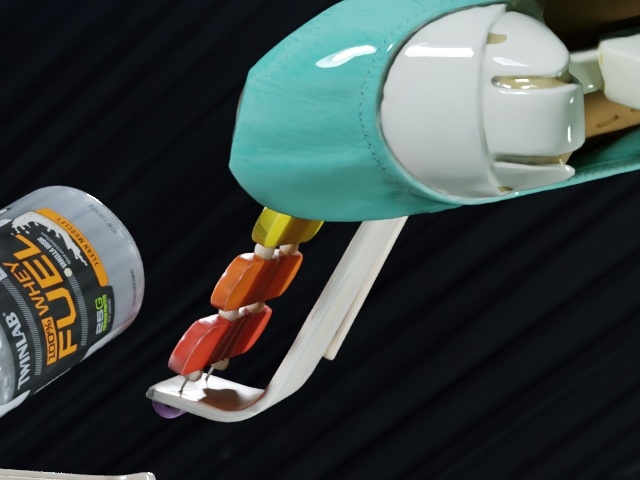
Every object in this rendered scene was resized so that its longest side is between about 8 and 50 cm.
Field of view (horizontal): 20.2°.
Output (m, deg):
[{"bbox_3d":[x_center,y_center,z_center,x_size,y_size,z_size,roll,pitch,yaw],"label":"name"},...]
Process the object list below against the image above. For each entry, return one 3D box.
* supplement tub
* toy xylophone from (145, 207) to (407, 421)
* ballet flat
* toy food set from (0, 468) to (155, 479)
[{"bbox_3d":[-0.212,0.048,1.173,0.117,0.117,0.190,52,40,1],"label":"supplement tub"},{"bbox_3d":[0.000,0.000,1.297,0.081,0.323,0.236,31,0,9],"label":"toy xylophone"},{"bbox_3d":[0.092,-0.057,0.595,0.087,0.247,0.083,-131,-151,-72],"label":"ballet flat"},{"bbox_3d":[-0.295,0.321,1.717,0.306,0.092,0.220,10,70,-33],"label":"toy food set"}]
